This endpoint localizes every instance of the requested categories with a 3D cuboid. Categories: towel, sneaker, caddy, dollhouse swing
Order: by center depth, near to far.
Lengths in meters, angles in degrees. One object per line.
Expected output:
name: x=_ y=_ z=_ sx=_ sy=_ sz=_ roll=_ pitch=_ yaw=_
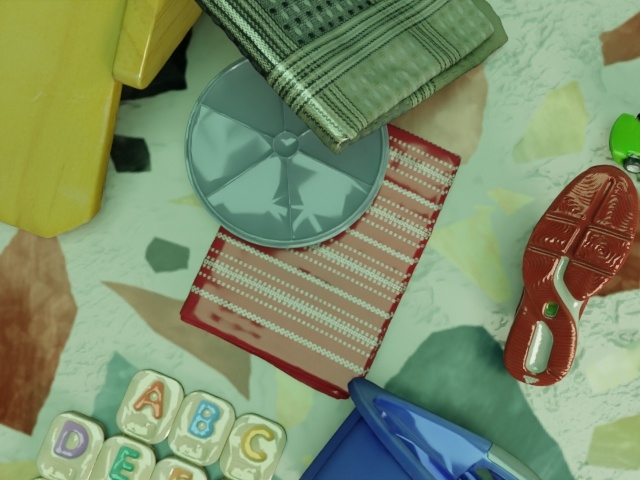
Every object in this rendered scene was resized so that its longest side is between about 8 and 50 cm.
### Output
caddy: x=0.125 y=0.267 z=0.784 sx=0.341 sy=0.241 sz=0.179 roll=44 pitch=92 yaw=3
towel: x=0.010 y=-0.257 z=0.822 sx=0.312 sy=0.056 sz=0.324 roll=48 pitch=46 yaw=3
sneaker: x=0.225 y=0.015 z=0.844 sx=0.087 sy=0.128 sz=0.221 roll=21 pitch=116 yaw=3
towel: x=0.000 y=0.000 z=0.908 sx=0.198 sy=0.031 sz=0.275 roll=25 pitch=85 yaw=4
dollhouse swing: x=-0.299 y=-0.238 z=0.913 sx=0.346 sy=0.305 sz=0.315 roll=19 pitch=45 yaw=2

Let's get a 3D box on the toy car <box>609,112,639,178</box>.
toy car: x=0.395 y=-0.072 z=0.891 sx=0.225 sy=0.053 sz=0.239 roll=16 pitch=73 yaw=9

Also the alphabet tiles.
alphabet tiles: x=-0.158 y=0.285 z=0.893 sx=0.284 sy=0.021 sz=0.278 roll=23 pitch=86 yaw=2

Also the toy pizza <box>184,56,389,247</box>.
toy pizza: x=-0.033 y=-0.091 z=0.889 sx=0.201 sy=0.032 sz=0.201 roll=0 pitch=83 yaw=1
